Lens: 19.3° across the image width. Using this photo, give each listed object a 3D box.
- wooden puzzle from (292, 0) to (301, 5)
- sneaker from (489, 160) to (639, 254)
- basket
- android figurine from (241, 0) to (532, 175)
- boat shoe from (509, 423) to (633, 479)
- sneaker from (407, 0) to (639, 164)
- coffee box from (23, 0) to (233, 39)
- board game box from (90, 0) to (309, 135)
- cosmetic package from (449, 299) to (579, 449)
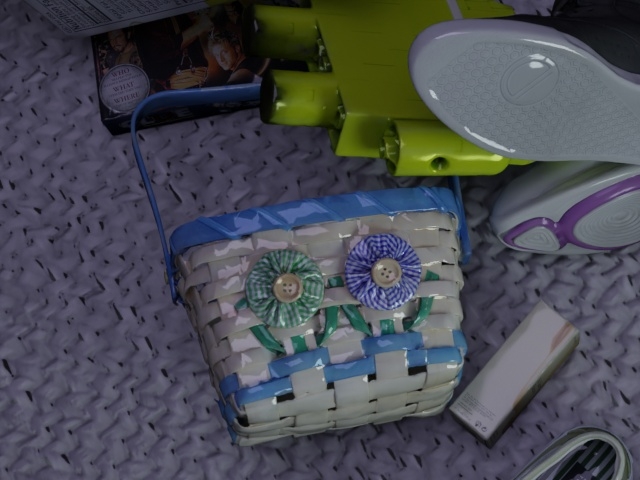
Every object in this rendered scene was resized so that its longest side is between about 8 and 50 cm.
[{"bbox_3d":[0.057,-0.284,1.589,0.221,0.044,0.239,31,74,-1],"label":"wooden puzzle"},{"bbox_3d":[0.260,-0.096,1.518,0.305,0.114,0.152,-30,59,-5],"label":"sneaker"},{"bbox_3d":[0.000,0.000,1.463,0.254,0.201,0.289,-12,67,-7],"label":"basket"},{"bbox_3d":[0.081,-0.132,1.452,0.273,0.056,0.248,2,42,-14],"label":"android figurine"},{"bbox_3d":[0.125,0.256,1.434,0.109,0.094,0.302,37,83,16],"label":"boat shoe"},{"bbox_3d":[0.174,-0.140,1.381,0.295,0.104,0.147,7,42,-29],"label":"sneaker"},{"bbox_3d":[-0.150,-0.406,1.446,0.334,0.338,0.338,-8,57,40],"label":"coffee box"},{"bbox_3d":[-0.077,-0.194,1.615,0.243,0.042,0.165,-11,73,5],"label":"board game box"},{"bbox_3d":[0.155,0.107,1.489,0.041,0.060,0.115,39,85,15],"label":"cosmetic package"}]
